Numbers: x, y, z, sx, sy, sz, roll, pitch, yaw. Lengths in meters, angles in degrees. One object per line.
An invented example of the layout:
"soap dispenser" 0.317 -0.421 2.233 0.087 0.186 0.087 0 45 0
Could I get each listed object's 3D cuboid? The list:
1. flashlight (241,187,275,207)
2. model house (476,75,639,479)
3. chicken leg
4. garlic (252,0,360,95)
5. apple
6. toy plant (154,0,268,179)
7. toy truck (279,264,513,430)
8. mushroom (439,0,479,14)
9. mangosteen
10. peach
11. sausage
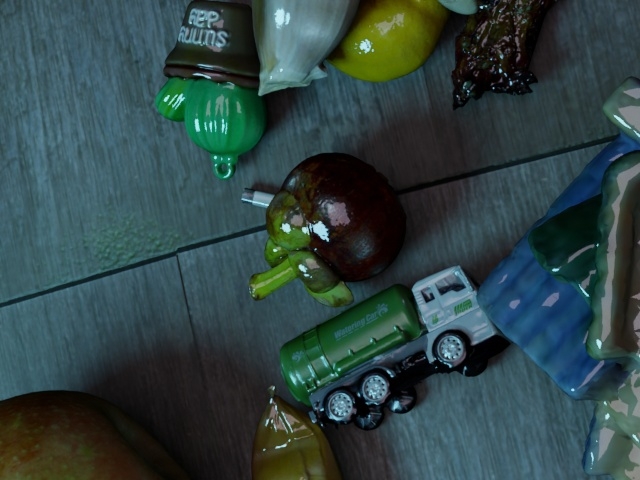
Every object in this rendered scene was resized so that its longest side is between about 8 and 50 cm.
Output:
"flashlight" -0.049 -0.043 1.347 0.083 0.018 0.018 13 89 14
"model house" 0.333 0.064 1.031 0.395 0.445 0.400 -45 79 9
"chicken leg" 0.210 -0.242 1.276 0.105 0.063 0.234 23 91 10
"garlic" -0.026 -0.304 1.244 0.148 0.128 0.266 -8 70 24
"apple" -0.280 0.303 1.233 0.319 0.319 0.277 37 78 13
"toy plant" -0.125 -0.171 1.335 0.143 0.105 0.200 10 100 23
"toy truck" 0.076 0.117 1.266 0.242 0.101 0.125 -28 68 13
"mushroom" 0.182 -0.329 1.238 0.092 0.081 0.223 14 61 23
"mangosteen" 0.008 -0.005 1.250 0.156 0.146 0.181 50 62 -9
"peach" 0.060 -0.264 1.294 0.179 0.103 0.179 -2 81 16
"sausage" -0.012 0.316 1.266 0.112 0.112 0.328 -15 82 12
